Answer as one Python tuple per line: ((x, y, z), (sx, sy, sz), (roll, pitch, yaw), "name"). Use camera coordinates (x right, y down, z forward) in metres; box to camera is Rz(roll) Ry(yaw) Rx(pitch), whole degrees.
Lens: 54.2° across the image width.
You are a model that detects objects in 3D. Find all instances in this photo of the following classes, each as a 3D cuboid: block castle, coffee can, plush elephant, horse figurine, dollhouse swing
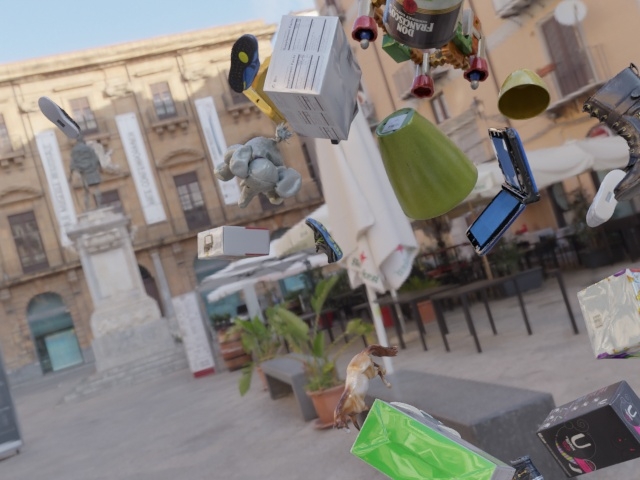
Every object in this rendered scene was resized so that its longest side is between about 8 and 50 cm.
((0.345, -0.650, 2.076), (0.303, 0.212, 0.453), (-9, -24, 38), "block castle")
((0.273, -0.652, 1.563), (0.202, 0.201, 0.275), (-17, -27, -12), "coffee can")
((-0.210, -0.223, 2.134), (0.330, 0.272, 0.255), (-50, 16, 37), "plush elephant")
((0.107, 0.359, 1.533), (0.066, 0.263, 0.174), (-2, -34, 41), "horse figurine")
((-0.136, -0.622, 2.141), (0.347, 0.315, 0.305), (-46, -36, 4), "dollhouse swing")

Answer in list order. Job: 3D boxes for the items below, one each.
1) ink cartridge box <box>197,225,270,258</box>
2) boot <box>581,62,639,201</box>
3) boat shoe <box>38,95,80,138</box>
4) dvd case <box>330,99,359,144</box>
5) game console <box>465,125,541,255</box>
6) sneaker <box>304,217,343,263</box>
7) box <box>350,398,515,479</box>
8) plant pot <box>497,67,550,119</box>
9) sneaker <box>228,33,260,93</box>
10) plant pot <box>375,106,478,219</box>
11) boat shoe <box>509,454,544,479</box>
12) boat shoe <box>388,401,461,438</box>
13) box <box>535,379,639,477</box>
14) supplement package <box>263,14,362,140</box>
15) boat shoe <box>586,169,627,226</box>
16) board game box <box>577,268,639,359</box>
((-0.224, 0.009, 1.599), (0.128, 0.072, 0.175), (1, -6, -31), "ink cartridge box")
((0.677, -0.239, 1.389), (0.263, 0.229, 0.091), (-48, -27, 7), "boot")
((-0.738, -0.350, 1.773), (0.049, 0.142, 0.040), (-28, 27, 18), "boat shoe")
((0.055, -0.434, 1.875), (0.030, 0.238, 0.179), (10, 50, 25), "dvd case")
((0.407, -0.130, 1.517), (0.174, 0.250, 0.293), (-21, 8, 9), "game console")
((0.000, 0.000, 2.183), (0.078, 0.188, 0.067), (-37, -7, 16), "sneaker")
((0.230, 0.445, 1.256), (0.262, 0.126, 0.231), (23, -8, 32), "box")
((0.539, -0.402, 1.671), (0.134, 0.095, 0.134), (4, -33, 3), "plant pot")
((-0.198, -0.495, 1.709), (0.082, 0.069, 0.209), (-49, -6, -31), "sneaker")
((0.308, -0.263, 1.975), (0.275, 0.293, 0.274), (-28, 31, 19), "plant pot")
((0.556, 0.664, 1.769), (0.065, 0.083, 0.183), (-10, -27, -27), "boat shoe")
((0.376, 0.707, 2.385), (0.320, 0.116, 0.099), (26, -9, -4), "boat shoe")
((0.785, 0.540, 1.782), (0.143, 0.165, 0.270), (-27, -13, -45), "box")
((-0.010, -0.396, 1.550), (0.145, 0.203, 0.262), (9, -12, 18), "supplement package")
((0.720, -0.104, 1.576), (0.184, 0.066, 0.063), (-57, -4, -29), "boat shoe")
((0.685, 0.151, 1.249), (0.276, 0.144, 0.142), (4, -26, -21), "board game box")
